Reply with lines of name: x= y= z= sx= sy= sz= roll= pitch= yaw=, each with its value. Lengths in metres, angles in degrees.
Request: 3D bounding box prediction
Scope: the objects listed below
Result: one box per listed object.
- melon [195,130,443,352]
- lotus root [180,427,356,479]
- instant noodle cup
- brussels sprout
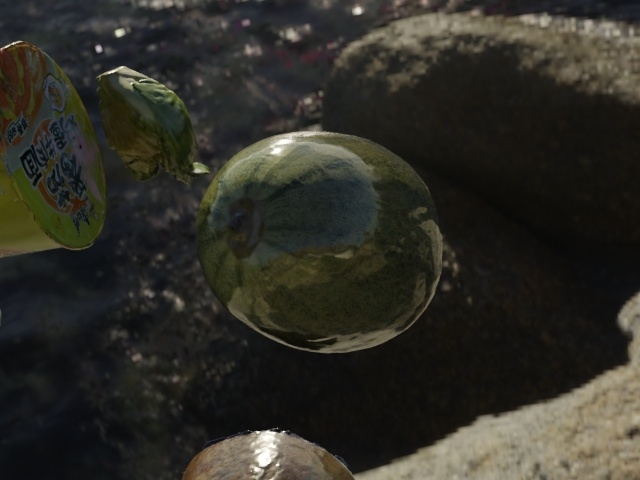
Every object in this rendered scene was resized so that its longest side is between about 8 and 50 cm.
melon: x=0.000 y=0.000 z=1.383 sx=0.249 sy=0.329 sz=0.248 roll=-4 pitch=81 yaw=25
lotus root: x=-0.080 y=0.394 z=1.645 sx=0.272 sy=0.272 sz=0.192 roll=-5 pitch=21 yaw=11
instant noodle cup: x=-0.405 y=-0.086 z=1.549 sx=0.200 sy=0.264 sz=0.264 roll=-17 pitch=42 yaw=16
brussels sprout: x=-0.214 y=-0.146 z=1.629 sx=0.100 sy=0.181 sz=0.139 roll=-33 pitch=24 yaw=-24
